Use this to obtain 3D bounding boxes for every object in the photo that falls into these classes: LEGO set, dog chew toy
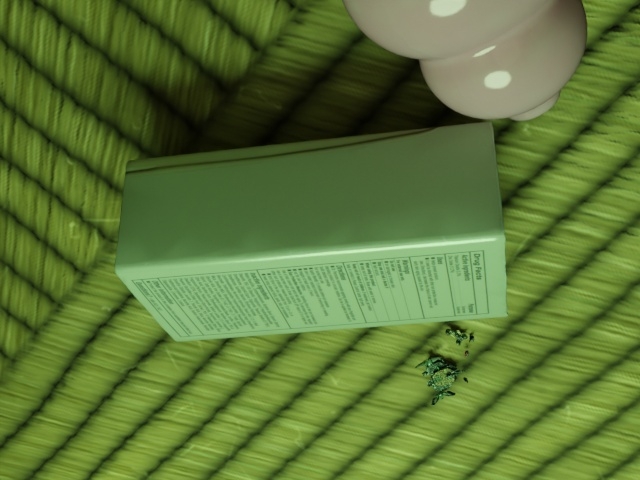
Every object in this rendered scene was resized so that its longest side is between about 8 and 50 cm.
[{"bbox_3d":[0.127,0.125,0.933,0.054,0.023,0.083,34,102,-12],"label":"LEGO set"},{"bbox_3d":[0.085,-0.227,0.670,0.207,0.206,0.331,-26,118,18],"label":"dog chew toy"}]

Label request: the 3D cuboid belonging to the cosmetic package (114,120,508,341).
[{"bbox_3d":[0.000,0.000,0.799,0.310,0.113,0.160,-6,152,8],"label":"cosmetic package"}]
